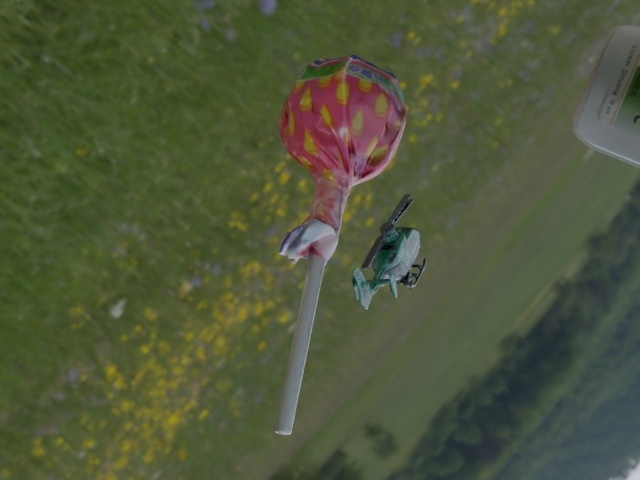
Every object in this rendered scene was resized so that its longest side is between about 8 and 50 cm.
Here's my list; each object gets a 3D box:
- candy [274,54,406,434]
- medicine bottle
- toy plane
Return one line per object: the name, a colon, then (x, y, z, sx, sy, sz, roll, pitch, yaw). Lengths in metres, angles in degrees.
candy: (0.000, 0.000, 1.211, 0.124, 0.124, 0.365, 108, -6, -73)
medicine bottle: (0.520, -0.164, 1.792, 0.124, 0.324, 0.179, 10, 104, -82)
toy plane: (0.093, 0.026, 1.769, 0.235, 0.060, 0.096, -56, 142, -53)
